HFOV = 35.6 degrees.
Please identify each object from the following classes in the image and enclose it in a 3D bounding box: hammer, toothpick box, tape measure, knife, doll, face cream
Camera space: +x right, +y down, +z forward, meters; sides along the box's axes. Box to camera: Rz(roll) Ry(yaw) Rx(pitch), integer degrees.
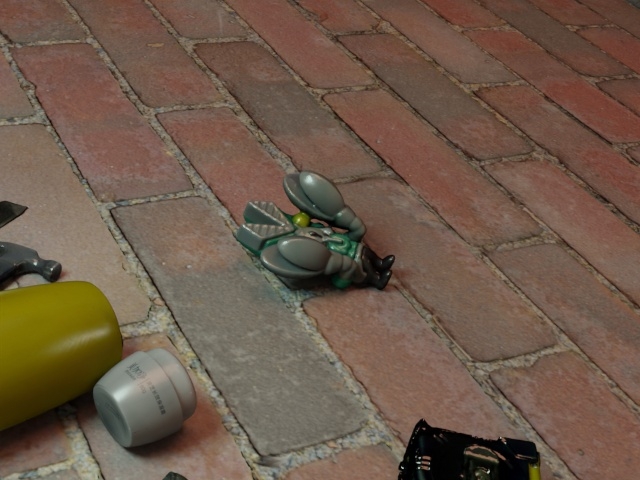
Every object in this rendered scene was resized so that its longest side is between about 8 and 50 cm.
[{"bbox_3d":[-0.511,0.074,1.431,0.137,0.037,0.290,20,28,13],"label":"hammer"},{"bbox_3d":[-0.391,0.145,1.271,0.271,0.175,0.175,-17,44,-41],"label":"toothpick box"},{"bbox_3d":[0.196,0.325,1.260,0.199,0.112,0.186,11,36,-1],"label":"tape measure"},{"bbox_3d":[-0.562,-0.021,1.592,0.060,0.028,0.230,41,39,17],"label":"knife"},{"bbox_3d":[-0.003,-0.016,1.648,0.258,0.153,0.194,0,50,-26],"label":"doll"},{"bbox_3d":[-0.226,0.203,1.290,0.104,0.117,0.117,-27,50,-32],"label":"face cream"}]

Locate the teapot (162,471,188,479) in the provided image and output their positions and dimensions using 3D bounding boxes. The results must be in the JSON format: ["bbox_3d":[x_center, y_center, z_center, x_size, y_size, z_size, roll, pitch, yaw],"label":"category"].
[{"bbox_3d":[-0.171,0.314,1.206,0.057,0.066,0.088,26,8,-15],"label":"teapot"}]
